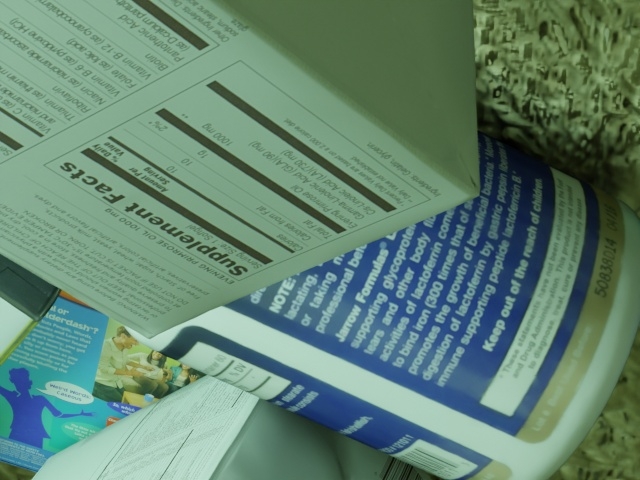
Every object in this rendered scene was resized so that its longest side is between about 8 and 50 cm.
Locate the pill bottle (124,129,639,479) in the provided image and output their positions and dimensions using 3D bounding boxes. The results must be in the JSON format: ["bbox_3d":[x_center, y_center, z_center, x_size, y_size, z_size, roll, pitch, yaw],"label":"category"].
[{"bbox_3d":[0.000,0.000,0.837,0.265,0.153,0.153,25,135,-12],"label":"pill bottle"}]

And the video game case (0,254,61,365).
[{"bbox_3d":[-0.300,0.009,0.968,0.275,0.035,0.248,37,135,-10],"label":"video game case"}]

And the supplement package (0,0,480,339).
[{"bbox_3d":[-0.065,-0.138,0.608,0.145,0.261,0.204,-23,139,33],"label":"supplement package"}]

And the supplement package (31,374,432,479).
[{"bbox_3d":[-0.046,0.187,0.940,0.203,0.149,0.194,-28,106,33],"label":"supplement package"}]

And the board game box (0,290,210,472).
[{"bbox_3d":[-0.104,0.058,0.997,0.160,0.047,0.210,18,136,-4],"label":"board game box"}]
